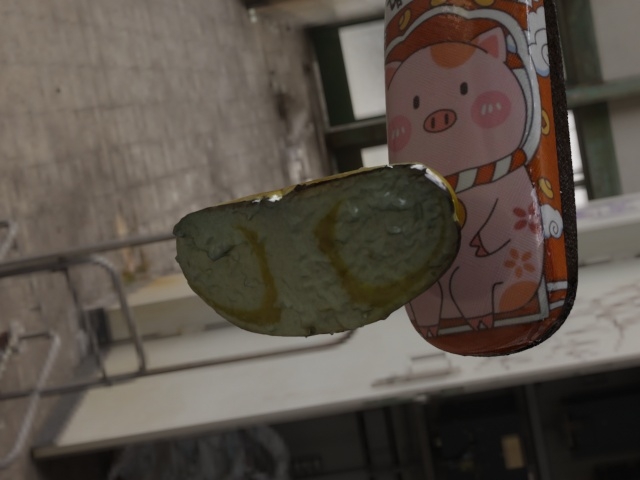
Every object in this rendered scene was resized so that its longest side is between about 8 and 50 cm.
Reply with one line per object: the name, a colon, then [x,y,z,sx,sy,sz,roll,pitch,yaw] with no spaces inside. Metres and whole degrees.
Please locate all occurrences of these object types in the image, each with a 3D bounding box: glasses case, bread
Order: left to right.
bread: [0.000,0.000,0.691,0.094,0.157,0.083,-71,145,-72]
glasses case: [0.091,-0.065,0.752,0.067,0.103,0.266,16,66,-53]
